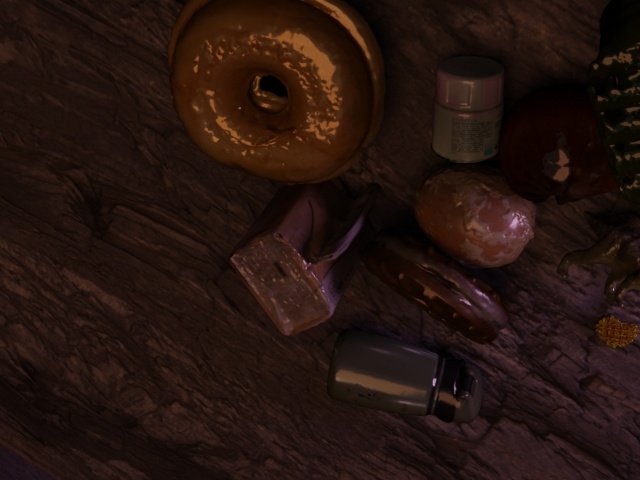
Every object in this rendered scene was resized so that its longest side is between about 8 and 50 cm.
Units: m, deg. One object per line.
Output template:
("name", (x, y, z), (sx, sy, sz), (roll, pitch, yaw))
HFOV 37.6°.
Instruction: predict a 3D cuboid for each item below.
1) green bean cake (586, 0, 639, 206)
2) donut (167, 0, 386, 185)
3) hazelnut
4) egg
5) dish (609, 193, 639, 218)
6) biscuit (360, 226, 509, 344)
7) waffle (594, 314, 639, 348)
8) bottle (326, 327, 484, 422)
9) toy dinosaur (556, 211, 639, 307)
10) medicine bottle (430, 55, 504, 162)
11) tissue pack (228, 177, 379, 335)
("green bean cake", (0.571, -0.248, 1.516), (0.218, 0.319, 0.335), (-9, 112, 28))
("donut", (-0.086, -0.305, 1.801), (0.448, 0.198, 0.449), (9, 123, 14))
("hazelnut", (0.446, -0.166, 1.679), (0.251, 0.217, 0.217), (1, 121, 6))
("egg", (0.294, -0.049, 1.810), (0.245, 0.203, 0.203), (24, 126, 14))
("dish", (0.644, -0.043, 1.756), (0.224, 0.078, 0.246), (-10, 116, 27))
("biscuit", (0.228, 0.090, 1.868), (0.332, 0.332, 0.103), (35, 85, -2))
("waffle", (0.611, 0.187, 1.947), (0.085, 0.016, 0.078), (33, 125, 0))
("bottle", (0.195, 0.311, 2.097), (0.346, 0.168, 0.169), (13, 124, 7))
("toy dinosaur", (0.564, 0.036, 1.723), (0.294, 0.077, 0.162), (31, 101, 45))
("medicine bottle", (0.273, -0.243, 1.741), (0.135, 0.135, 0.169), (7, 123, 17))
("tissue pack", (0.000, 0.000, 1.888), (0.238, 0.305, 0.239), (10, 123, 16))
